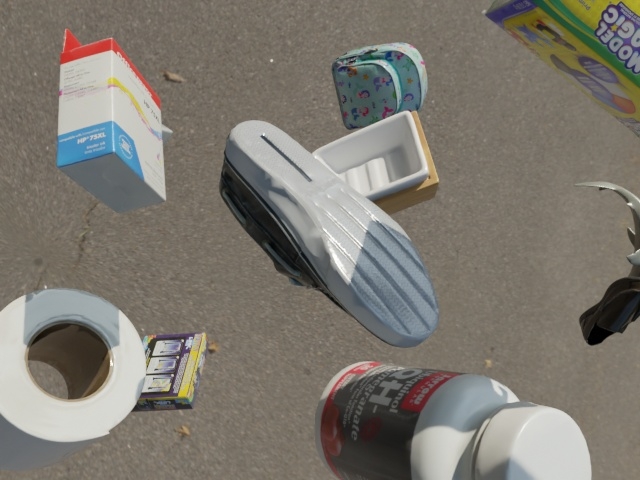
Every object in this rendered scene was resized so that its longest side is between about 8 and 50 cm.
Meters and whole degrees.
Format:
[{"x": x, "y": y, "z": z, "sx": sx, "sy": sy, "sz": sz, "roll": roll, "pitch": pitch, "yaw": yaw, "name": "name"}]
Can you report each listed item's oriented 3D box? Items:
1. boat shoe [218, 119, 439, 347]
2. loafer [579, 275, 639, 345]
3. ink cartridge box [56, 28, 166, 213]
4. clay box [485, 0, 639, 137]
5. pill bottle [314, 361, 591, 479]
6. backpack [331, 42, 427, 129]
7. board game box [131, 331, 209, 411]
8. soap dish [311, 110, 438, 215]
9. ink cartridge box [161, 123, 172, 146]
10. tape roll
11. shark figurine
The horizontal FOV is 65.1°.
[{"x": 0.000, "y": 0.000, "z": 0.600, "sx": 0.121, "sy": 0.119, "sz": 0.335, "roll": -23, "pitch": 64, "yaw": -39, "name": "boat shoe"}, {"x": 0.618, "y": 0.155, "z": 1.037, "sx": 0.080, "sy": 0.220, "sz": 0.078, "roll": 17, "pitch": 53, "yaw": 7, "name": "loafer"}, {"x": -0.281, "y": -0.171, "z": 0.686, "sx": 0.078, "sy": 0.134, "sz": 0.231, "roll": -14, "pitch": 66, "yaw": 6, "name": "ink cartridge box"}, {"x": 0.246, "y": -0.141, "z": 0.404, "sx": 0.222, "sy": 0.127, "sz": 0.053, "roll": 36, "pitch": 108, "yaw": -6, "name": "clay box"}, {"x": 0.141, "y": 0.248, "z": 0.612, "sx": 0.176, "sy": 0.318, "sz": 0.176, "roll": 5, "pitch": 80, "yaw": -31, "name": "pill bottle"}, {"x": 0.169, "y": -0.433, "z": 1.414, "sx": 0.191, "sy": 0.253, "sz": 0.225, "roll": -64, "pitch": 145, "yaw": -56, "name": "backpack"}, {"x": -0.325, "y": 0.277, "z": 1.069, "sx": 0.141, "sy": 0.170, "sz": 0.048, "roll": -3, "pitch": 128, "yaw": 4, "name": "board game box"}, {"x": 0.124, "y": -0.156, "z": 1.194, "sx": 0.118, "sy": 0.290, "sz": 0.229, "roll": 45, "pitch": 30, "yaw": -50, "name": "soap dish"}, {"x": -0.435, "y": -0.253, "z": 1.098, "sx": 0.153, "sy": 0.208, "sz": 0.087, "roll": 35, "pitch": 96, "yaw": -5, "name": "ink cartridge box"}, {"x": -0.432, "y": 0.219, "z": 0.801, "sx": 0.246, "sy": 0.169, "sz": 0.246, "roll": 34, "pitch": 38, "yaw": -31, "name": "tape roll"}, {"x": 0.644, "y": -0.009, "z": 1.031, "sx": 0.116, "sy": 0.166, "sz": 0.278, "roll": -25, "pitch": 94, "yaw": -21, "name": "shark figurine"}]
